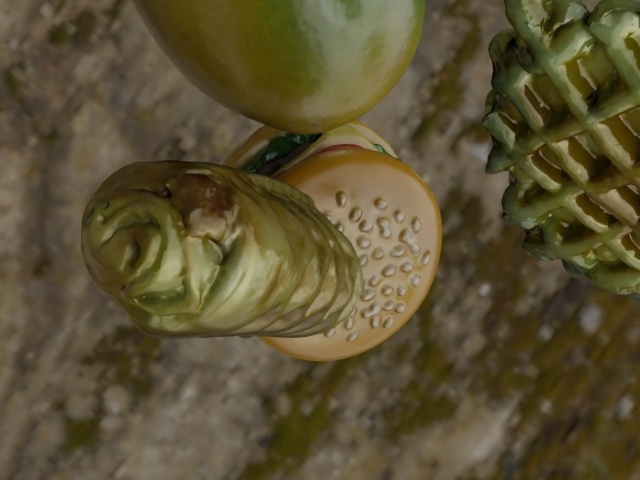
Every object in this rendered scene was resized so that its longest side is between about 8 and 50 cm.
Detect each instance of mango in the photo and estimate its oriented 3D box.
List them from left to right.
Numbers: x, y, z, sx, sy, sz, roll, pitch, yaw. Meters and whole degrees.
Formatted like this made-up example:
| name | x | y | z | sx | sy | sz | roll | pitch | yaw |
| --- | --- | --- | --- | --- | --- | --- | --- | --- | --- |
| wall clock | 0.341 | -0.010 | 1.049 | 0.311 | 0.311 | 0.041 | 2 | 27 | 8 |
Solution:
| name | x | y | z | sx | sy | sz | roll | pitch | yaw |
| --- | --- | --- | --- | --- | --- | --- | --- | --- | --- |
| mango | -0.040 | -0.161 | 1.010 | 0.251 | 0.156 | 0.114 | 46 | 41 | -41 |

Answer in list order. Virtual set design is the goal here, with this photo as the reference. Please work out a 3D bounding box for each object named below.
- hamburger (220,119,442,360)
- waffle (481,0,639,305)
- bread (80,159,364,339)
| name | x | y | z | sx | sy | sz | roll | pitch | yaw |
| --- | --- | --- | --- | --- | --- | --- | --- | --- | --- |
| hamburger | 0.000 | 0.000 | 1.158 | 0.162 | 0.115 | 0.162 | -11 | 119 | -20 |
| waffle | 0.174 | -0.028 | 0.847 | 0.214 | 0.208 | 0.054 | 83 | 31 | -51 |
| bread | -0.046 | 0.008 | 0.911 | 0.087 | 0.098 | 0.269 | -43 | 170 | 6 |
